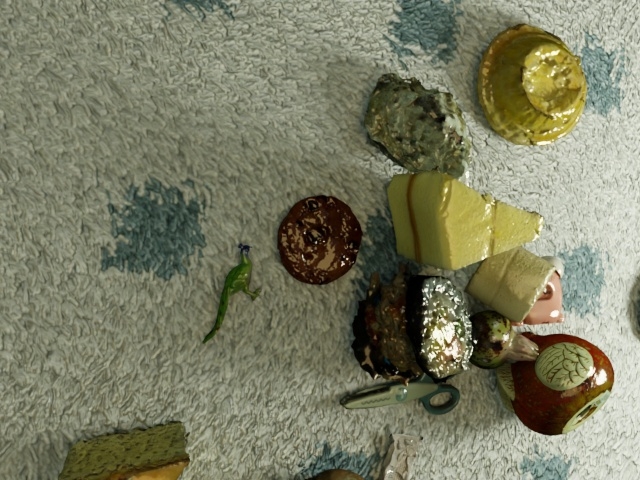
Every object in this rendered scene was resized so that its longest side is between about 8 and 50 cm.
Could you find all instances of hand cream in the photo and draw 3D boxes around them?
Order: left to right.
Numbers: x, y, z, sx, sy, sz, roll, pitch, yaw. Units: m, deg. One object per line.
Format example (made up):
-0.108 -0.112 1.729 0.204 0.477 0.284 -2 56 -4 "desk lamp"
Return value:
0.160 0.552 1.396 0.084 0.050 0.256 16 81 -19 "hand cream"

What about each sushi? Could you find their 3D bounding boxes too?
0.186 0.186 1.324 0.225 0.219 0.238 44 43 -34 "sushi"

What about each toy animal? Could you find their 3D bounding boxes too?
-0.168 0.118 1.288 0.075 0.041 0.216 21 90 -15 "toy animal"

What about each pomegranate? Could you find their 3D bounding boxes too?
0.391 0.217 1.402 0.163 0.125 0.138 -6 137 7 "pomegranate"

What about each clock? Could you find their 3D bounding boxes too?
0.488 0.113 1.460 0.166 0.093 0.162 -3 89 -16 "clock"

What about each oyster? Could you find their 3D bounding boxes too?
0.220 -0.236 1.343 0.268 0.112 0.198 25 84 1 "oyster"

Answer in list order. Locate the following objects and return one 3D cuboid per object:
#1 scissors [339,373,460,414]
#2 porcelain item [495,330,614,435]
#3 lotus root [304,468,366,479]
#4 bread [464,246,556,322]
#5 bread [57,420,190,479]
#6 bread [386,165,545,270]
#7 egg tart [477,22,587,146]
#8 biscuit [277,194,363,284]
0.179 0.333 1.397 0.289 0.041 0.137 -6 101 -17 "scissors"
0.520 0.303 1.436 0.253 0.253 0.252 -1 92 -17 "porcelain item"
0.014 0.595 1.283 0.272 0.192 0.272 -1 96 -8 "lotus root"
0.404 0.084 1.356 0.141 0.134 0.148 32 103 10 "bread"
-0.334 0.515 1.146 0.279 0.248 0.315 -18 100 -14 "bread"
0.292 -0.068 1.305 0.236 0.263 0.198 -11 99 -15 "bread"
0.494 -0.356 1.437 0.291 0.115 0.290 0 90 -18 "egg tart"
0.000 0.000 1.330 0.192 0.049 0.191 -2 96 -19 "biscuit"
